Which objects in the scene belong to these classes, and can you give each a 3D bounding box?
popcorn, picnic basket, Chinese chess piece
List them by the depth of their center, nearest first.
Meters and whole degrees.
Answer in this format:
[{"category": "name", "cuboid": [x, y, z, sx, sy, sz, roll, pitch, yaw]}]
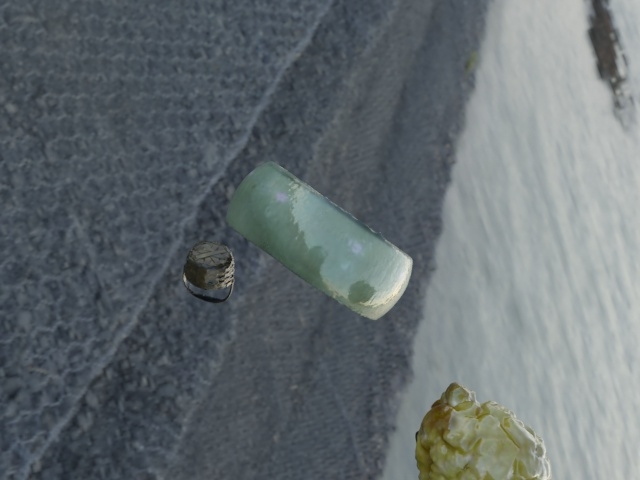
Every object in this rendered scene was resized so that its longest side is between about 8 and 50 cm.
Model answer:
[{"category": "popcorn", "cuboid": [0.182, 0.249, 1.175, 0.180, 0.170, 0.180, -1, 90, -68]}, {"category": "Chinese chess piece", "cuboid": [0.000, 0.000, 1.295, 0.250, 0.101, 0.250, 34, 2, -1]}, {"category": "picnic basket", "cuboid": [-0.151, 0.050, 1.363, 0.072, 0.072, 0.083, -69, 174, -51]}]
